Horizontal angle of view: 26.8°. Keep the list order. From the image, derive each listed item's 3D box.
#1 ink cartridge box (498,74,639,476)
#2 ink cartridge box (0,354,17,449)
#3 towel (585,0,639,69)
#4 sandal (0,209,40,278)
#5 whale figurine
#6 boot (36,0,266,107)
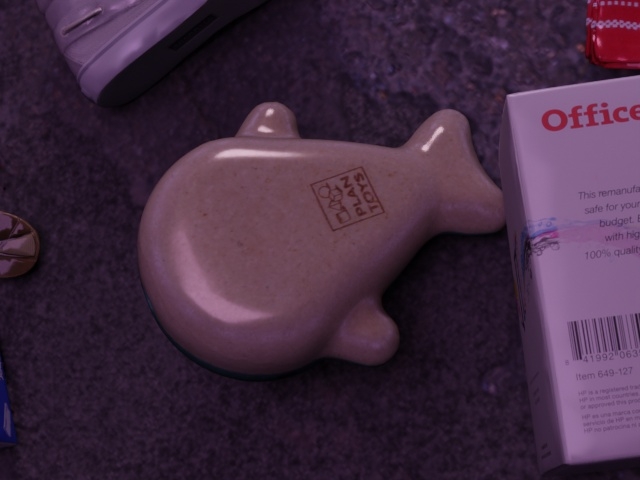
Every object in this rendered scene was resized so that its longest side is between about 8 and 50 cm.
[{"bbox_3d":[0.215,0.025,0.868,0.171,0.168,0.233,-7,77,3],"label":"ink cartridge box"},{"bbox_3d":[-0.355,0.148,1.097,0.207,0.046,0.097,-18,74,14],"label":"ink cartridge box"},{"bbox_3d":[0.300,-0.255,0.984,0.198,0.031,0.275,2,80,17],"label":"towel"},{"bbox_3d":[-0.315,-0.013,1.120,0.180,0.049,0.072,19,91,5],"label":"sandal"},{"bbox_3d":[0.000,0.000,0.990,0.272,0.141,0.216,-23,72,-14],"label":"whale figurine"},{"bbox_3d":[-0.112,-0.228,1.069,0.258,0.095,0.123,-35,78,9],"label":"boot"}]
